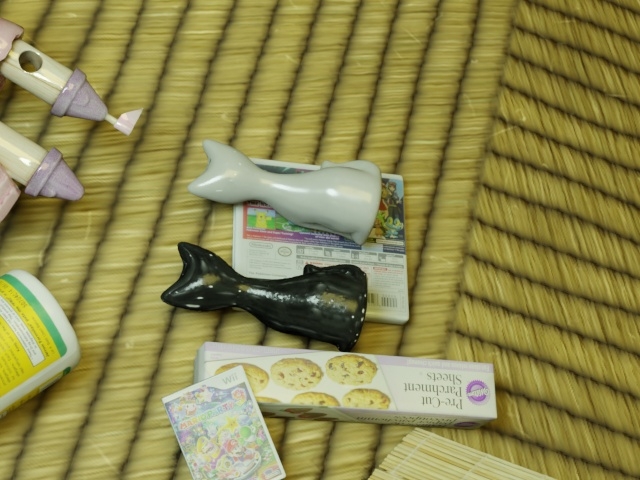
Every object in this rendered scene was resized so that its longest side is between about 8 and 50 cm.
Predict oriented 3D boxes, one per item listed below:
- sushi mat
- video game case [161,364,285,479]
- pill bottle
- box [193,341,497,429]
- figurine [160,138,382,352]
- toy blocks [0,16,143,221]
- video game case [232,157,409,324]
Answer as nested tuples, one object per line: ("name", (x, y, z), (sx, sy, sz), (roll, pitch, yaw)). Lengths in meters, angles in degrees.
("sushi mat", (0.190, 0.279, 1.196), (0.317, 0.019, 0.151), (16, 40, 32))
("video game case", (-0.096, 0.196, 1.207), (0.087, 0.011, 0.122), (-22, 91, -16))
("pill bottle", (-0.344, 0.127, 1.157), (0.208, 0.117, 0.117), (-35, 81, -27))
("box", (0.026, 0.156, 1.291), (0.324, 0.063, 0.067), (7, 68, -15))
("figurine", (-0.050, -0.003, 1.305), (0.210, 0.092, 0.214), (12, 63, -7))
("toy blocks", (-0.340, -0.101, 1.155), (0.260, 0.309, 0.288), (34, 61, -11))
("video game case", (0.000, 0.000, 1.377), (0.201, 0.023, 0.183), (6, 65, -14))
